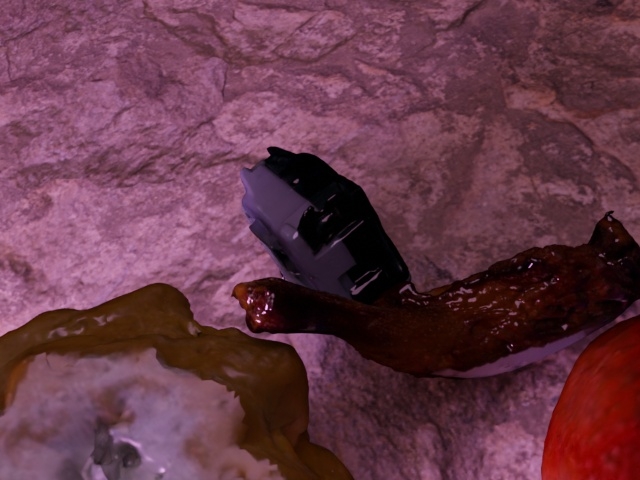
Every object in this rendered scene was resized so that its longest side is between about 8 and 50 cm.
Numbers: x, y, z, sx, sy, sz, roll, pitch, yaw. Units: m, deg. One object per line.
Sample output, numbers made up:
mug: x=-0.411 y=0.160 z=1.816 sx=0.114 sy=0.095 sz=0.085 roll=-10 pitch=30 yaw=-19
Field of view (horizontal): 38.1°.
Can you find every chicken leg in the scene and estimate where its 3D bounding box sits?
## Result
chicken leg: x=0.113 y=0.063 z=0.782 sx=0.407 sy=0.158 sz=0.095 roll=-3 pitch=52 yaw=-26

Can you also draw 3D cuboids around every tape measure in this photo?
tape measure: x=0.002 y=0.003 z=0.882 sx=0.107 sy=0.181 sz=0.182 roll=-38 pitch=31 yaw=-9

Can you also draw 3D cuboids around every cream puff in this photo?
cream puff: x=-0.155 y=0.188 z=0.748 sx=0.323 sy=0.270 sz=0.274 roll=-25 pitch=72 yaw=-11

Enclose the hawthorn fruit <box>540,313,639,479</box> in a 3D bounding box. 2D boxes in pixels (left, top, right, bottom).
hawthorn fruit: x=0.290 y=0.159 z=0.661 sx=0.265 sy=0.265 sz=0.307 roll=2 pitch=47 yaw=17
